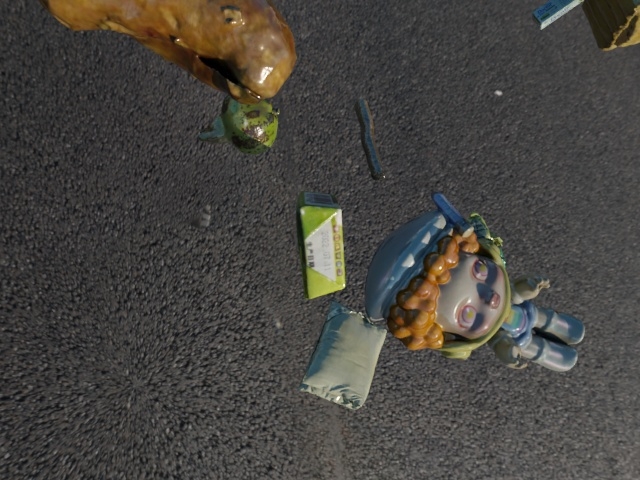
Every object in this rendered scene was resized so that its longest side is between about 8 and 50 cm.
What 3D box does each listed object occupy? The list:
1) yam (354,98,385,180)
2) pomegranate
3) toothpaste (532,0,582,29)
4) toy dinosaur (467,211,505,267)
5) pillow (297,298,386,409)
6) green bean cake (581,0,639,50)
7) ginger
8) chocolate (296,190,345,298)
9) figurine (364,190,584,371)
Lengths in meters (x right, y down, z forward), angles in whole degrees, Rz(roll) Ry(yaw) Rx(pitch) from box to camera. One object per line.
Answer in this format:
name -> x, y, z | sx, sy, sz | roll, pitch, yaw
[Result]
yam -> 0.139, -0.292, 1.341 | 0.045, 0.045, 0.326 | 27, 40, -34
pomegranate -> -0.287, -0.414, 1.652 | 0.277, 0.204, 0.222 | -8, 71, -25
toothpaste -> 0.651, -0.638, 1.254 | 0.164, 0.034, 0.046 | -33, 75, 14
toy dinosaur -> 0.402, 0.063, 1.129 | 0.259, 0.094, 0.153 | 62, 25, -30
pillow -> 0.045, 0.226, 0.914 | 0.134, 0.078, 0.181 | 26, 61, -2
green bean cake -> 0.535, -0.395, 0.698 | 0.230, 0.224, 0.131 | -14, 85, -69
ginger -> -0.181, -0.301, 0.614 | 0.321, 0.165, 0.172 | 19, 68, -9
chocolate -> 0.000, 0.000, 1.504 | 0.137, 0.301, 0.288 | -3, 105, 1
figurine -> 0.241, 0.118, 0.771 | 0.382, 0.205, 0.224 | 39, 80, -11
